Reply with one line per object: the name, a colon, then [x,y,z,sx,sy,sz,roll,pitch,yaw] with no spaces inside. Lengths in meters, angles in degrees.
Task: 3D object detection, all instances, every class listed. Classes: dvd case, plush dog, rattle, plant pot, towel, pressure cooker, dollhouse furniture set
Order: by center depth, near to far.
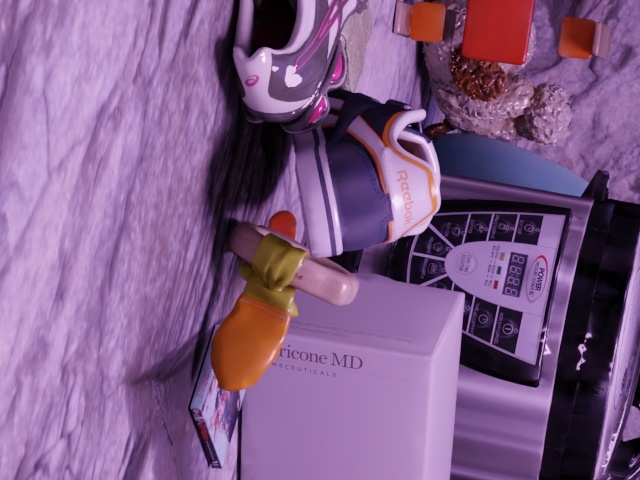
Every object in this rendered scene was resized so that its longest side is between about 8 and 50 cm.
dvd case: [-0.092,0.143,1.568,0.119,0.013,0.087,77,24,-55]
rattle: [-0.043,0.052,1.579,0.199,0.130,0.143,-146,-115,-74]
towel: [0.032,-0.224,1.851,0.148,0.027,0.110,73,27,-63]
pressure cooker: [0.224,0.110,2.028,0.375,0.420,0.370,-56,155,-63]
dollhouse furniture set: [0.230,-0.348,2.127,0.135,0.262,0.259,-10,108,-75]
plush dog: [0.205,-0.245,2.377,0.225,0.210,0.262,57,13,-51]
plant pot: [0.239,0.024,2.405,0.235,0.293,0.293,-64,163,-14]

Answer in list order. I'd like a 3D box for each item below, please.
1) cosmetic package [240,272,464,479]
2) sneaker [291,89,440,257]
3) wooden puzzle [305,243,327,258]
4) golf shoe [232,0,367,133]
cosmetic package: [0.028,0.225,1.748,0.155,0.197,0.365,-58,152,-60]
sneaker: [0.038,-0.068,1.570,0.321,0.127,0.126,-102,-178,-69]
wooden puzzle: [0.000,0.000,1.888,0.116,0.014,0.078,72,29,-63]
golf shoe: [-0.009,-0.230,1.497,0.120,0.105,0.273,56,43,-62]
